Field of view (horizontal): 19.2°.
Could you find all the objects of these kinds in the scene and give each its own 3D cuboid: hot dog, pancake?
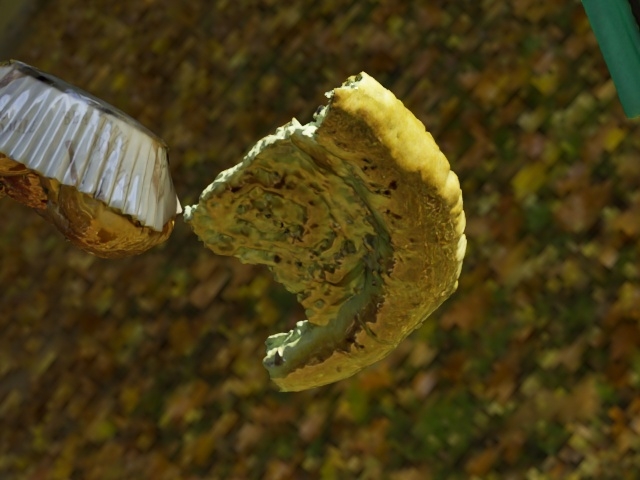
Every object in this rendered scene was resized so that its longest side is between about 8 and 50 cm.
[{"bbox_3d":[-0.143,-0.042,1.021,0.075,0.144,0.268,-60,9,-5],"label":"hot dog"},{"bbox_3d":[0.000,0.004,1.307,0.376,0.197,0.054,89,-169,-54],"label":"pancake"}]

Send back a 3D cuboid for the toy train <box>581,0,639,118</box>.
[{"bbox_3d":[0.234,-0.137,1.027,0.198,0.107,0.154,-19,6,25],"label":"toy train"}]
